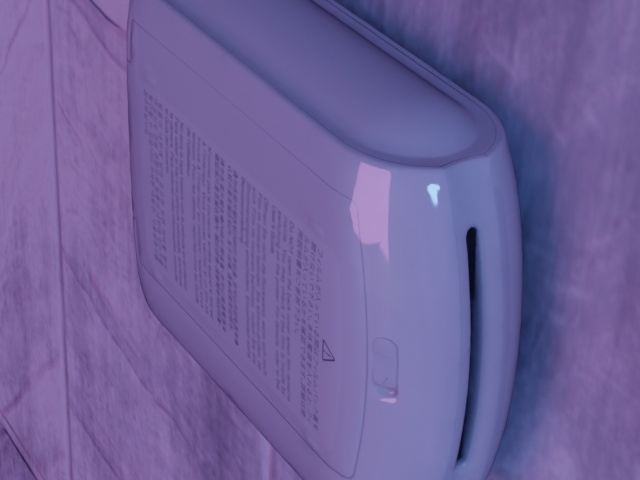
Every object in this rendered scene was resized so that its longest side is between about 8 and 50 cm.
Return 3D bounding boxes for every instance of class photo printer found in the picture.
[{"bbox_3d":[0.000,0.000,0.931,0.307,0.107,0.256,41,139,47],"label":"photo printer"}]
